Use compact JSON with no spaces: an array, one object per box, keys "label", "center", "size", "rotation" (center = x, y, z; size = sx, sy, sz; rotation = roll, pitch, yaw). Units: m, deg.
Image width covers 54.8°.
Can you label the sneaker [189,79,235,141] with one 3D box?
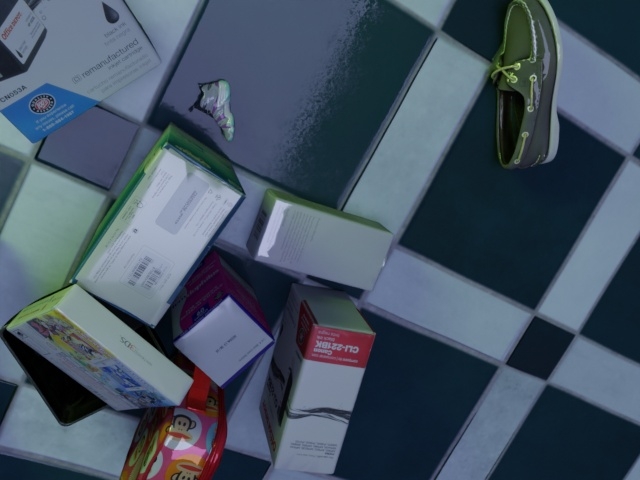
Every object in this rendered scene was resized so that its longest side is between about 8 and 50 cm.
[{"label":"sneaker","center":[-0.177,-0.207,1.002],"size":[0.069,0.038,0.098],"rotation":[-8,100,-11]}]

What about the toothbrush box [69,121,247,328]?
[{"label":"toothbrush box","center":[-0.230,-0.041,0.898],"size":[0.126,0.295,0.216],"rotation":[34,95,-20]}]

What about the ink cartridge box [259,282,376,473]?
[{"label":"ink cartridge box","center":[-0.015,0.241,1.100],"size":[0.114,0.197,0.273],"rotation":[10,104,-16]}]

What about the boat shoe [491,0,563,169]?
[{"label":"boat shoe","center":[0.355,-0.272,1.085],"size":[0.091,0.109,0.305],"rotation":[-17,115,-15]}]

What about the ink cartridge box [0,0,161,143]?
[{"label":"ink cartridge box","center":[-0.387,-0.313,0.790],"size":[0.223,0.129,0.307],"rotation":[-33,142,-2]}]

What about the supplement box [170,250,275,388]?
[{"label":"supplement box","center":[-0.167,0.120,1.008],"size":[0.111,0.220,0.114],"rotation":[-41,112,0]}]

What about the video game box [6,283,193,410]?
[{"label":"video game box","center":[-0.300,0.153,0.833],"size":[0.205,0.187,0.048],"rotation":[47,52,-23]}]

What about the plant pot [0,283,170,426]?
[{"label":"plant pot","center":[-0.361,0.143,0.991],"size":[0.188,0.167,0.188],"rotation":[-25,112,-6]}]

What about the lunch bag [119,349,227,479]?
[{"label":"lunch bag","center":[-0.233,0.310,1.014],"size":[0.120,0.293,0.258],"rotation":[21,101,-16]}]

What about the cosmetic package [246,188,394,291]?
[{"label":"cosmetic package","center":[0.000,0.000,1.090],"size":[0.231,0.085,0.117],"rotation":[17,102,-21]}]
